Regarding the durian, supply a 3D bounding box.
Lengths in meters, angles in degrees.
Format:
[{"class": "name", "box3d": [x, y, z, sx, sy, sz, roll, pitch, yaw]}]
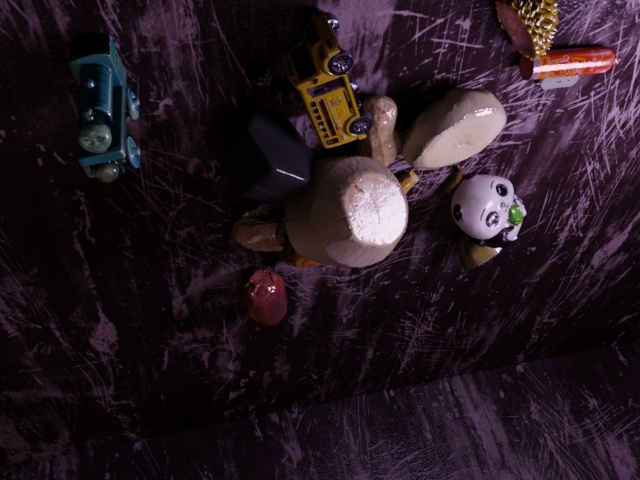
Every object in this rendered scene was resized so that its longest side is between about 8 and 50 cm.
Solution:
[{"class": "durian", "box3d": [0.487, -0.506, 1.679, 0.132, 0.165, 0.182, 4, 131, 27]}]

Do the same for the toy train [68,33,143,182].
[{"class": "toy train", "box3d": [-0.449, -0.266, 1.467, 0.120, 0.298, 0.194, -12, 141, -1]}]

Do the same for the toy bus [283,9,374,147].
[{"class": "toy bus", "box3d": [0.014, -0.362, 1.654, 0.151, 0.145, 0.331, -20, 148, 5]}]

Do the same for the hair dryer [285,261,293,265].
[{"class": "hair dryer", "box3d": [-0.007, 0.039, 2.332, 0.219, 0.088, 0.225, -11, 180, 21]}]

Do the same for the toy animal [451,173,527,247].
[{"class": "toy animal", "box3d": [0.533, -0.092, 2.240, 0.212, 0.213, 0.267, -27, 153, 17]}]

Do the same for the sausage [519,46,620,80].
[{"class": "sausage", "box3d": [0.652, -0.461, 1.848, 0.274, 0.074, 0.074, -8, 147, -13]}]

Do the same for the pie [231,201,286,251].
[{"class": "pie", "box3d": [-0.102, -0.060, 2.140, 0.337, 0.075, 0.337, -15, 152, -8]}]

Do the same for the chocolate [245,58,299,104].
[{"class": "chocolate", "box3d": [-0.113, -0.362, 1.677, 0.072, 0.070, 0.147, -26, 142, 24]}]

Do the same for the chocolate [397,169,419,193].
[{"class": "chocolate", "box3d": [0.208, -0.134, 2.162, 0.219, 0.086, 0.085, -40, 141, 27]}]

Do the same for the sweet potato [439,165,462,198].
[{"class": "sweet potato", "box3d": [0.409, -0.179, 2.208, 0.041, 0.038, 0.153, -23, 154, -34]}]

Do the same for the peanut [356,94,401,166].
[{"class": "peanut", "box3d": [0.154, -0.281, 1.869, 0.123, 0.123, 0.257, -11, 146, -8]}]

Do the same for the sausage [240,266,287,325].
[{"class": "sausage", "box3d": [-0.189, 0.193, 2.418, 0.152, 0.152, 0.280, -13, 147, -5]}]

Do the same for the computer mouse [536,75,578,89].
[{"class": "computer mouse", "box3d": [0.633, -0.436, 1.916, 0.110, 0.032, 0.056, -8, 147, 6]}]

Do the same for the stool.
[{"class": "stool", "box3d": [-0.132, -0.203, 1.771, 0.232, 0.232, 0.141, 20, 133, -43]}]

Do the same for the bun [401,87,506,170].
[{"class": "bun", "box3d": [0.346, -0.306, 1.888, 0.287, 0.146, 0.287, -20, 162, -7]}]

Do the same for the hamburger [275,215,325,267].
[{"class": "hamburger", "box3d": [0.000, 0.000, 2.074, 0.245, 0.155, 0.282, -26, 156, 12]}]

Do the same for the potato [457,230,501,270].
[{"class": "potato", "box3d": [0.539, 0.000, 2.464, 0.117, 0.182, 0.202, 41, 147, -11]}]

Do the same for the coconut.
[{"class": "coconut", "box3d": [0.061, -0.072, 1.860, 0.323, 0.323, 0.323, -11, 148, -7]}]
